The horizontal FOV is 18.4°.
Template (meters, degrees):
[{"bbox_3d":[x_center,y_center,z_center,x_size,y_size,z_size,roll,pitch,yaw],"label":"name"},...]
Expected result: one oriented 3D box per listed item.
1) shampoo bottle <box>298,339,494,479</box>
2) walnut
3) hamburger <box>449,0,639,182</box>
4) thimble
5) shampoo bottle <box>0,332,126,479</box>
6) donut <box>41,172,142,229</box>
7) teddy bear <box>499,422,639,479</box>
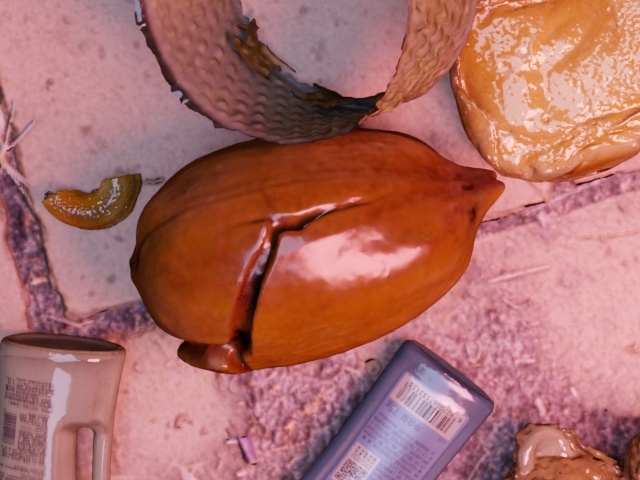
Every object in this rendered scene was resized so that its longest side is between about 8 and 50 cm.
[{"bbox_3d":[0.043,0.220,1.811,0.104,0.061,0.258,37,97,-1],"label":"shampoo bottle"},{"bbox_3d":[0.000,0.000,1.721,0.336,0.209,0.209,-18,95,2],"label":"walnut"},{"bbox_3d":[0.217,-0.150,1.735,0.214,0.108,0.214,0,95,3],"label":"hamburger"},{"bbox_3d":[-0.012,-0.223,1.674,0.271,0.150,0.271,10,110,29],"label":"thimble"},{"bbox_3d":[-0.246,0.208,1.818,0.118,0.087,0.234,6,97,4],"label":"shampoo bottle"},{"bbox_3d":[-0.213,-0.040,1.813,0.083,0.038,0.067,20,100,0],"label":"donut"},{"bbox_3d":[0.270,0.266,1.754,0.256,0.156,0.267,9,102,4],"label":"teddy bear"}]
